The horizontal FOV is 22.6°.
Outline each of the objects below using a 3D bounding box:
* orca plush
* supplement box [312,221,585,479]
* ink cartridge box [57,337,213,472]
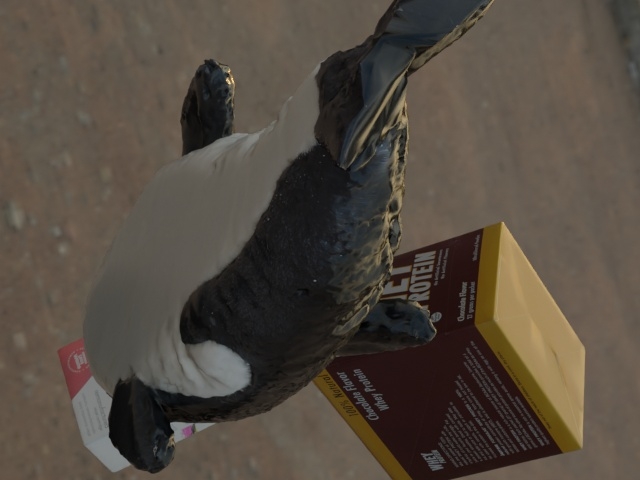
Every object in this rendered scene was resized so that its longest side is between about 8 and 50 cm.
[{"bbox_3d":[0.000,0.000,0.576,0.102,0.287,0.151,14,53,-19],"label":"orca plush"},{"bbox_3d":[0.123,0.114,1.521,0.191,0.194,0.129,53,31,-33],"label":"supplement box"},{"bbox_3d":[-0.131,0.115,1.479,0.115,0.198,0.067,66,3,37],"label":"ink cartridge box"}]
